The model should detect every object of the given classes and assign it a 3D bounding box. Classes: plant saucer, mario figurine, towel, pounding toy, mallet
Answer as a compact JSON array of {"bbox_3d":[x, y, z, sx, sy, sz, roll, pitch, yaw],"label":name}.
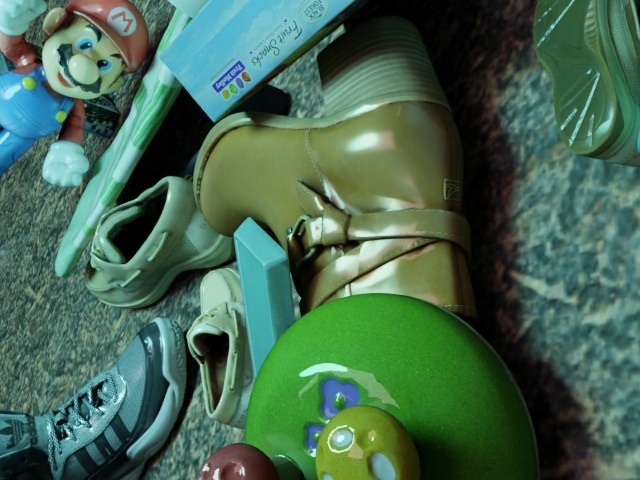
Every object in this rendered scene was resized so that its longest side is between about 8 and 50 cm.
[{"bbox_3d":[-0.034,0.081,0.561,0.067,0.018,0.192,41,143,53],"label":"plant saucer"},{"bbox_3d":[-0.348,-0.182,0.969,0.320,0.198,0.170,-39,70,5],"label":"mario figurine"},{"bbox_3d":[-0.214,-0.143,0.914,0.325,0.038,0.248,-50,23,29],"label":"towel"},{"bbox_3d":[0.025,0.136,0.399,0.237,0.110,0.183,44,112,28],"label":"pounding toy"},{"bbox_3d":[-0.111,-0.106,0.793,0.190,0.062,0.039,-30,54,45],"label":"mallet"}]

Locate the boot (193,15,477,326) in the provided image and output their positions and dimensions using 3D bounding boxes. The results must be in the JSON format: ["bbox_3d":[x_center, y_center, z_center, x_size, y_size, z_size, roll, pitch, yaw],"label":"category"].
[{"bbox_3d":[0.000,0.000,0.581,0.283,0.109,0.220,-30,60,41],"label":"boot"}]

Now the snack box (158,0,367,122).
[{"bbox_3d":[0.004,-0.194,0.573,0.174,0.070,0.207,-28,17,46],"label":"snack box"}]

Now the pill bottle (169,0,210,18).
[{"bbox_3d":[-0.036,-0.339,0.696,0.301,0.169,0.169,-43,45,35],"label":"pill bottle"}]

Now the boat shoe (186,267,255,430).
[{"bbox_3d":[-0.084,0.086,0.678,0.063,0.059,0.170,-52,40,28],"label":"boat shoe"}]

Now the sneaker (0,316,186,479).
[{"bbox_3d":[-0.244,0.182,0.776,0.268,0.153,0.101,-58,38,20],"label":"sneaker"}]

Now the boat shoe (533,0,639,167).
[{"bbox_3d":[0.160,-0.108,0.445,0.056,0.048,0.153,131,147,-49],"label":"boat shoe"}]

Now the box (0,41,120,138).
[{"bbox_3d":[-0.404,-0.236,1.169,0.044,0.159,0.233,-62,37,16],"label":"box"}]

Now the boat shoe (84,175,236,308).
[{"bbox_3d":[-0.191,-0.001,0.828,0.302,0.098,0.109,-20,60,49],"label":"boat shoe"}]

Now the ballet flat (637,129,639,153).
[{"bbox_3d":[0.212,-0.138,0.371,0.073,0.080,0.232,12,89,27],"label":"ballet flat"}]
